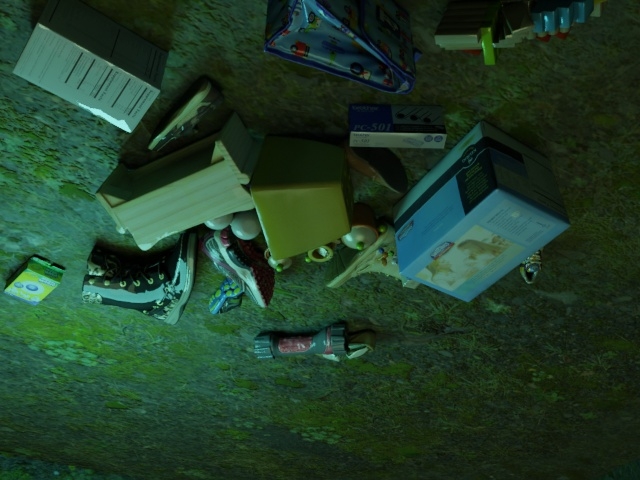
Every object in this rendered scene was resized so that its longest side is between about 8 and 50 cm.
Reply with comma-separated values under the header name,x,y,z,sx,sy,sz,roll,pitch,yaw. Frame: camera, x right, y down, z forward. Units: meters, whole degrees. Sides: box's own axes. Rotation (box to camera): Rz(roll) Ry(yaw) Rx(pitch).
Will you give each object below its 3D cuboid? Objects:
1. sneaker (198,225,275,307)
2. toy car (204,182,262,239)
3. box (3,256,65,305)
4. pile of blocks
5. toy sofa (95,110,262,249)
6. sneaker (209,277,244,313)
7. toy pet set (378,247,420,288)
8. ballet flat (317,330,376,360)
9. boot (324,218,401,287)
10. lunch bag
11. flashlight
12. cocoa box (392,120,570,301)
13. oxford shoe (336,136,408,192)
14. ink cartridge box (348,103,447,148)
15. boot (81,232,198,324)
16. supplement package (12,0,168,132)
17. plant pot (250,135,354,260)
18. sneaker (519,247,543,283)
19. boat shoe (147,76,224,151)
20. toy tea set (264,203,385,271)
name,x,y,z,sx,sy,sz,roll,pitch,yaw
sneaker,-0.216,0.071,1.817,0.111,0.121,0.299,-9,132,24
toy car,-0.211,-0.092,1.619,0.181,0.159,0.136,20,101,-21
box,-0.820,0.116,1.912,0.105,0.043,0.179,31,128,-32
pile of blocks,0.399,-0.399,1.246,0.361,0.149,0.113,-13,137,13
toy sofa,-0.309,-0.131,1.523,0.362,0.150,0.177,-20,120,21
sneaker,-0.257,0.157,1.959,0.078,0.067,0.188,7,142,-42
toy pet set,0.224,0.058,1.689,0.122,0.114,0.065,13,136,-26
ballet flat,0.072,0.353,2.169,0.232,0.073,0.080,-19,137,21
boot,0.155,0.072,1.827,0.203,0.095,0.262,29,122,-29
lunch bag,0.058,-0.386,1.202,0.293,0.221,0.138,22,134,-24
flashlight,-0.061,0.324,2.121,0.303,0.103,0.103,-5,179,10
cocoa box,0.365,-0.057,1.580,0.231,0.228,0.347,22,134,-24
oxford shoe,0.125,-0.178,1.573,0.212,0.076,0.076,35,152,-29
ink cartridge box,0.165,-0.250,1.455,0.206,0.097,0.046,1,139,-2
boot,-0.493,0.090,1.822,0.284,0.138,0.377,13,143,-15
supplement package,-0.443,-0.348,1.305,0.244,0.139,0.134,27,131,-28
plant pot,-0.027,-0.105,1.504,0.187,0.212,0.212,-5,130,11
sneaker,0.577,0.037,1.800,0.069,0.084,0.186,-7,139,7
boat shoe,-0.296,-0.259,1.454,0.073,0.080,0.223,34,124,-27
toy tea set,0.000,0.000,1.721,0.200,0.124,0.336,28,132,-29
